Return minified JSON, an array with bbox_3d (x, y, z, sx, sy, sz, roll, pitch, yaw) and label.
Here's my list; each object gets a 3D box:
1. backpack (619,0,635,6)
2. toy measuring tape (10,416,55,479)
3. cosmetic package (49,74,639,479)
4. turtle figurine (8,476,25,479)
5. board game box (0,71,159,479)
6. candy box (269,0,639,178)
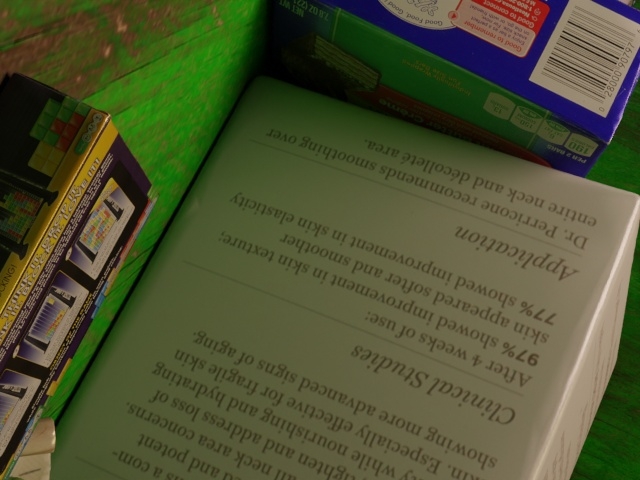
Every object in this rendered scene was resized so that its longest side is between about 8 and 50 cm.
[{"bbox_3d":[0.203,-0.315,1.190,0.213,0.263,0.277,-46,160,-76],"label":"backpack"},{"bbox_3d":[-0.187,0.251,0.749,0.121,0.121,0.330,-59,170,-47],"label":"toy measuring tape"},{"bbox_3d":[0.031,0.146,0.957,0.394,0.329,0.327,-62,160,-19],"label":"cosmetic package"},{"bbox_3d":[-0.153,0.221,0.513,0.275,0.197,0.266,-63,180,30],"label":"turtle figurine"},{"bbox_3d":[-0.140,0.028,0.526,0.170,0.048,0.141,-63,173,-10],"label":"board game box"},{"bbox_3d":[0.095,-0.121,0.980,0.122,0.268,0.317,-61,174,-17],"label":"candy box"}]
